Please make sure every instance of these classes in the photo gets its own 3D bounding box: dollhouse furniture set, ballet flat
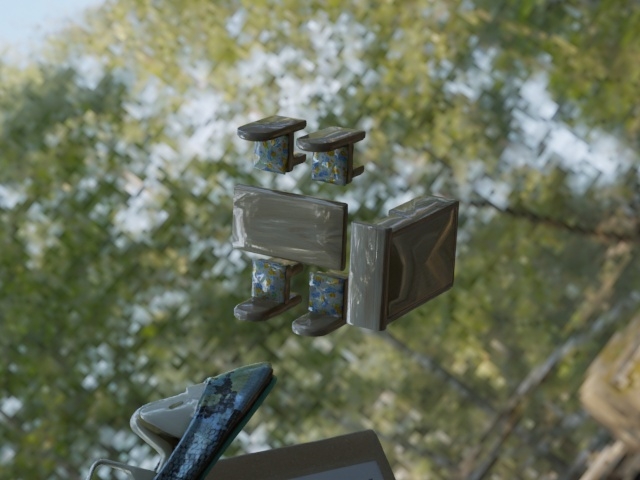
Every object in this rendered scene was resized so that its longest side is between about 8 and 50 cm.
[{"bbox_3d":[0.000,0.000,1.848,0.161,0.242,0.212,-24,-59,-56],"label":"dollhouse furniture set"},{"bbox_3d":[-0.096,0.133,1.021,0.188,0.070,0.070,-56,-17,-25],"label":"ballet flat"}]

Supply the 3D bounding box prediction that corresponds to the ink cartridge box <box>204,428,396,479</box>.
[{"bbox_3d":[-0.014,0.263,1.211,0.193,0.235,0.088,-8,-29,-32],"label":"ink cartridge box"}]
